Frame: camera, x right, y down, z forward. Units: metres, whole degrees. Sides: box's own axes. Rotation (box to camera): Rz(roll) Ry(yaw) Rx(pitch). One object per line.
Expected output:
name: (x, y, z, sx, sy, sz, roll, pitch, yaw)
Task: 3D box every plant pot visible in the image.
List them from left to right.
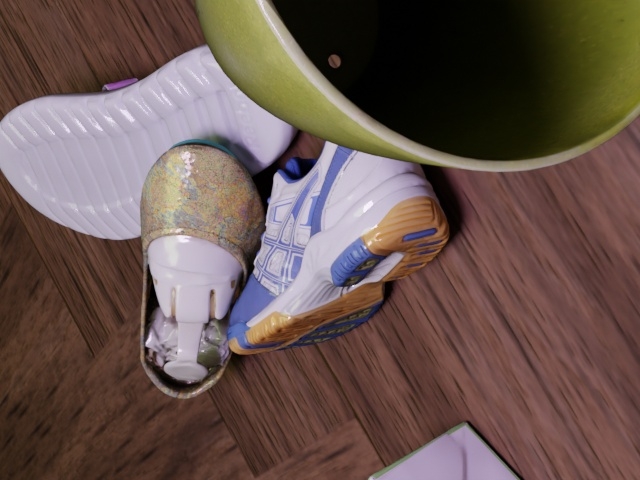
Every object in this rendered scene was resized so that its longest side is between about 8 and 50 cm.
plant pot: (0.029, -0.169, 0.671, 0.293, 0.274, 0.275, -1, 109, 68)

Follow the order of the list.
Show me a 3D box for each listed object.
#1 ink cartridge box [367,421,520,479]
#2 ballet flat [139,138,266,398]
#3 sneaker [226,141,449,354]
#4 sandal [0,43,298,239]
ink cartridge box: (0.098, 0.351, 0.968, 0.207, 0.119, 0.353, 47, 140, 25)
ballet flat: (-0.119, 0.049, 1.044, 0.123, 0.123, 0.348, 51, 153, 21)
sneaker: (0.000, 0.000, 0.931, 0.296, 0.112, 0.131, -43, 61, 48)
sandal: (-0.165, -0.098, 1.086, 0.416, 0.102, 0.169, -8, 118, 41)
